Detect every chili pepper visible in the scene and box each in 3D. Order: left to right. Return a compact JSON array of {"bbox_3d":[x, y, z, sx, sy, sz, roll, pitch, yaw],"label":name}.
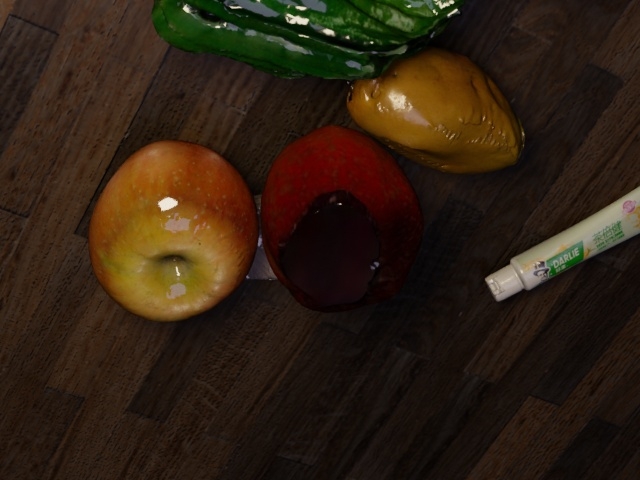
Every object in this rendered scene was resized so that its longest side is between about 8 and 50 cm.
[{"bbox_3d":[-0.008,-0.275,1.402,0.385,0.213,0.167,6,164,-17],"label":"chili pepper"}]

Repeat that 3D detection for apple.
[{"bbox_3d":[-0.184,-0.016,1.543,0.210,0.173,0.235,28,122,-31],"label":"apple"}]

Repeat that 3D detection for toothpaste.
[{"bbox_3d":[0.377,-0.004,1.740,0.314,0.056,0.058,-29,164,4],"label":"toothpaste"}]

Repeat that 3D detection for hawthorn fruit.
[{"bbox_3d":[0.017,-0.035,1.520,0.215,0.250,0.215,-13,140,-11],"label":"hawthorn fruit"}]

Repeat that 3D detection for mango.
[{"bbox_3d":[0.146,-0.155,1.523,0.248,0.156,0.151,27,114,-30],"label":"mango"}]

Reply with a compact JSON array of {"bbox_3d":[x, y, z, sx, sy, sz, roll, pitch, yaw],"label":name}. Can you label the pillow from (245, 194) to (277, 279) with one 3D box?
[{"bbox_3d":[0.000,0.000,1.662,0.248,0.049,0.135,0,124,-10],"label":"pillow"}]
